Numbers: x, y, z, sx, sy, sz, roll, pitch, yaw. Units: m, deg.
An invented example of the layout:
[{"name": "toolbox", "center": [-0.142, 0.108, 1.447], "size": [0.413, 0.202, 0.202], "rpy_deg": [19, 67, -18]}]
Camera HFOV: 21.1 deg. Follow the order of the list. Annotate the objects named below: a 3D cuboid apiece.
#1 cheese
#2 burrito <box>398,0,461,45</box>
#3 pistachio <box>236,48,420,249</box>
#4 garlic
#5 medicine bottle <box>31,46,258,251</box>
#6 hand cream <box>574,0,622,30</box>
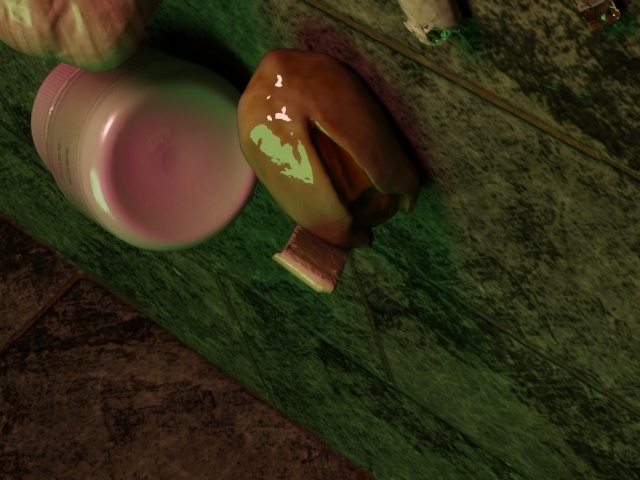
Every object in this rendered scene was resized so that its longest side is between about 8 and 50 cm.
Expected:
[{"name": "cheese", "center": [0.002, -0.001, 2.155], "size": [0.085, 0.034, 0.400], "rpy_deg": [29, -166, 0]}, {"name": "burrito", "center": [0.086, -0.271, 1.670], "size": [0.064, 0.064, 0.203], "rpy_deg": [25, 154, 43]}, {"name": "pistachio", "center": [0.002, -0.110, 2.041], "size": [0.288, 0.166, 0.197], "rpy_deg": [55, -178, -42]}, {"name": "garlic", "center": [-0.293, -0.349, 1.918], "size": [0.317, 0.317, 0.259], "rpy_deg": [32, 162, 31]}, {"name": "medicine bottle", "center": [-0.249, -0.137, 2.346], "size": [0.256, 0.256, 0.325], "rpy_deg": [53, 168, -27]}, {"name": "hand cream", "center": [0.201, -0.251, 1.522], "size": [0.163, 0.039, 0.062], "rpy_deg": [41, 160, -12]}]
